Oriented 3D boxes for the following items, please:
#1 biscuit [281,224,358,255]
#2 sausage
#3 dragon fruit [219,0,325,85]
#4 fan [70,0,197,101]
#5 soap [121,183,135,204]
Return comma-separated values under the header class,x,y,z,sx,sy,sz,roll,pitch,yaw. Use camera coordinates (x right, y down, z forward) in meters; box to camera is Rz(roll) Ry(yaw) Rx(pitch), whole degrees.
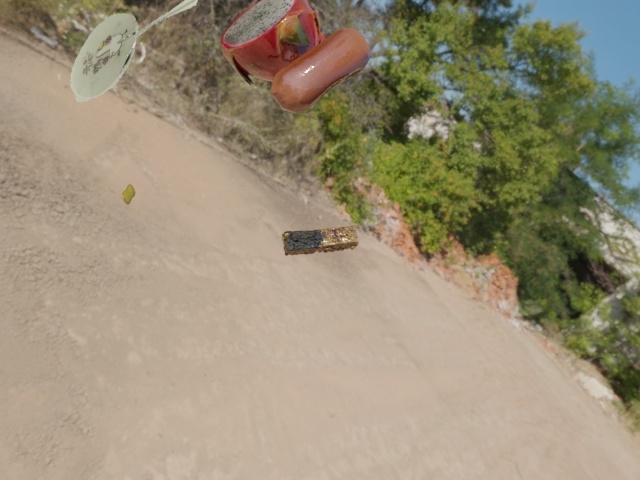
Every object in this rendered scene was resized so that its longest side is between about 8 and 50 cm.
class,x,y,z,sx,sy,sz,roll,pitch,yaw
biscuit,0.000,0.000,1.290,0.034,0.199,0.064,102,-21,-58
sausage,0.002,-0.281,0.822,0.077,0.194,0.077,47,-14,15
dragon fruit,-0.118,-0.570,1.464,0.225,0.306,0.305,49,8,-43
fan,-0.438,-0.459,1.127,0.012,0.415,0.232,27,50,-56
soap,-0.482,-0.116,1.247,0.089,0.012,0.034,-103,174,-64
